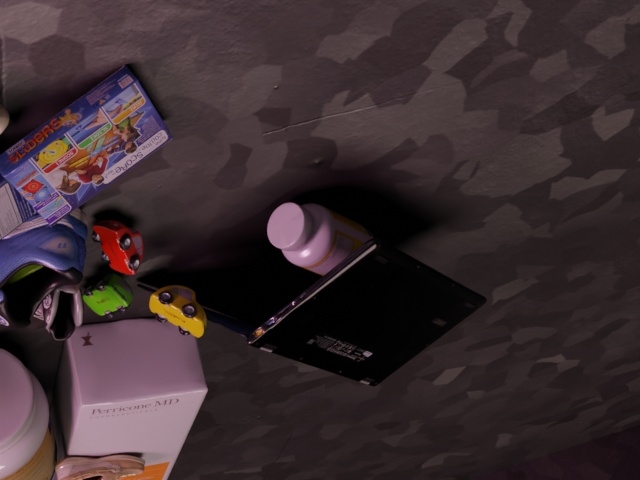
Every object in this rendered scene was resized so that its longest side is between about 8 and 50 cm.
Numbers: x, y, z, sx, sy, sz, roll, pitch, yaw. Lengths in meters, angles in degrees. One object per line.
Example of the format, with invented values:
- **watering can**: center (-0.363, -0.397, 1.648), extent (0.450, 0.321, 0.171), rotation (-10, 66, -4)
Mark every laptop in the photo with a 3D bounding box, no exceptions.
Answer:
- **laptop**: center (-0.009, 0.090, 1.779), extent (0.408, 0.236, 0.382), rotation (-39, 147, 18)

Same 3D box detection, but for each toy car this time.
- **toy car**: center (-0.299, 0.067, 1.662), extent (0.225, 0.053, 0.239), rotation (-19, 118, 48)

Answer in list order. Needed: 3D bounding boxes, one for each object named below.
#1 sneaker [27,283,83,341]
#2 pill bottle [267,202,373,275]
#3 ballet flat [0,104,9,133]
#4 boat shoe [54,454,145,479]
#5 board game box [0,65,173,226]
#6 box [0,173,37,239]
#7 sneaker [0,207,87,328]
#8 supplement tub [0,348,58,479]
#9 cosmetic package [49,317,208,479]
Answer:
- **sneaker**: center (-0.421, 0.110, 1.634), extent (0.086, 0.132, 0.229), rotation (0, 146, -28)
- **pill bottle**: center (0.000, 0.000, 1.702), extent (0.103, 0.103, 0.184), rotation (-33, 147, 25)
- **ballet flat**: center (-0.466, -0.095, 1.323), extent (0.086, 0.086, 0.248), rotation (12, 139, -42)
- **boat shoe**: center (-0.400, 0.430, 1.935), extent (0.170, 0.059, 0.063), rotation (4, 145, -29)
- **board game box**: center (-0.296, -0.116, 1.346), extent (0.201, 0.035, 0.136), rotation (-37, 151, -7)
- **box**: center (-0.450, -0.024, 1.368), extent (0.225, 0.036, 0.136), rotation (-42, 167, -21)
- **sneaker**: center (-0.481, 0.058, 1.498), extent (0.329, 0.147, 0.130), rotation (-20, 151, 12)
- **supplement tub**: center (-0.580, 0.335, 1.834), extent (0.228, 0.228, 0.316), rotation (-9, 150, -15)
- **cosmetic package**: center (-0.377, 0.326, 1.999), extent (0.230, 0.162, 0.453), rotation (-4, 148, -22)
